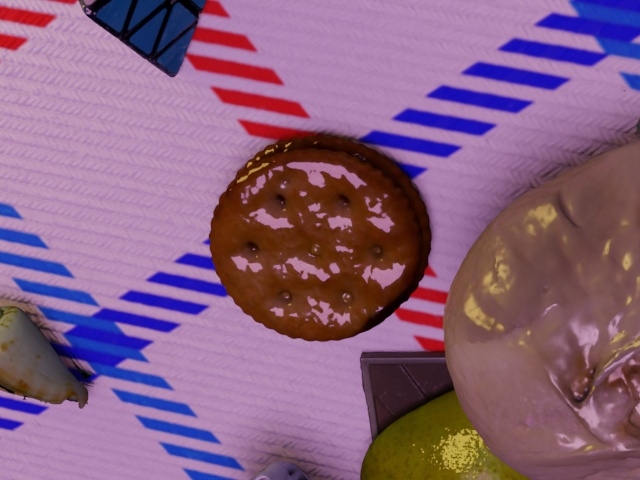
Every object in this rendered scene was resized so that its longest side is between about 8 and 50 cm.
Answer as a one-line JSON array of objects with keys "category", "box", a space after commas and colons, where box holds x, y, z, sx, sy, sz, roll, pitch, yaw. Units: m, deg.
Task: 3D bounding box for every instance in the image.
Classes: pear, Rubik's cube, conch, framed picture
[{"category": "pear", "box": [0.146, 0.285, 1.517, 0.239, 0.139, 0.288, 8, 118, 18]}, {"category": "Rubik's cube", "box": [-0.201, -0.241, 1.309, 0.190, 0.178, 0.211, 23, 119, 4]}, {"category": "conch", "box": [-0.320, 0.136, 1.576, 0.170, 0.106, 0.079, 38, 124, -13]}, {"category": "framed picture", "box": [0.145, 0.227, 1.565, 0.184, 0.016, 0.250, -2, 116, 15]}]

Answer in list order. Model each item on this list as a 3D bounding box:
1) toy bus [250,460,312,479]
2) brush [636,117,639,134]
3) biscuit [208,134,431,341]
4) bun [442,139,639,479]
[{"category": "toy bus", "box": [0.033, 0.375, 1.571, 0.329, 0.136, 0.109, 45, 106, 0]}, {"category": "brush", "box": [0.325, -0.164, 1.308, 0.033, 0.030, 0.178, 23, 121, 12]}, {"category": "biscuit", "box": [0.000, 0.000, 1.449, 0.220, 0.066, 0.220, 5, 119, 10]}, {"category": "bun", "box": [0.288, 0.087, 1.299, 0.361, 0.213, 0.361, 3, 102, 14]}]
